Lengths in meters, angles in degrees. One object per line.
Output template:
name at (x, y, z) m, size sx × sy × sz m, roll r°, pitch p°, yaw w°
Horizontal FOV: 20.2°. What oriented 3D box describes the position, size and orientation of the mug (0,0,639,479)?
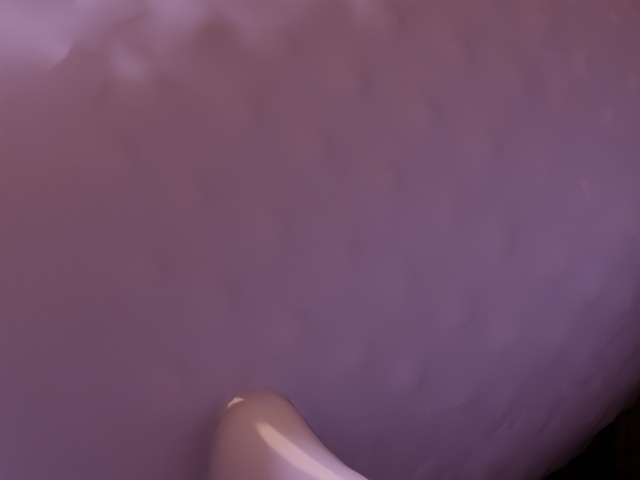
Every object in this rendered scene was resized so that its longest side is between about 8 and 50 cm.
mug at (0.000, 0.000, 0.532) m, size 0.328 × 0.276 × 0.374 m, roll -19°, pitch 34°, yaw -32°
